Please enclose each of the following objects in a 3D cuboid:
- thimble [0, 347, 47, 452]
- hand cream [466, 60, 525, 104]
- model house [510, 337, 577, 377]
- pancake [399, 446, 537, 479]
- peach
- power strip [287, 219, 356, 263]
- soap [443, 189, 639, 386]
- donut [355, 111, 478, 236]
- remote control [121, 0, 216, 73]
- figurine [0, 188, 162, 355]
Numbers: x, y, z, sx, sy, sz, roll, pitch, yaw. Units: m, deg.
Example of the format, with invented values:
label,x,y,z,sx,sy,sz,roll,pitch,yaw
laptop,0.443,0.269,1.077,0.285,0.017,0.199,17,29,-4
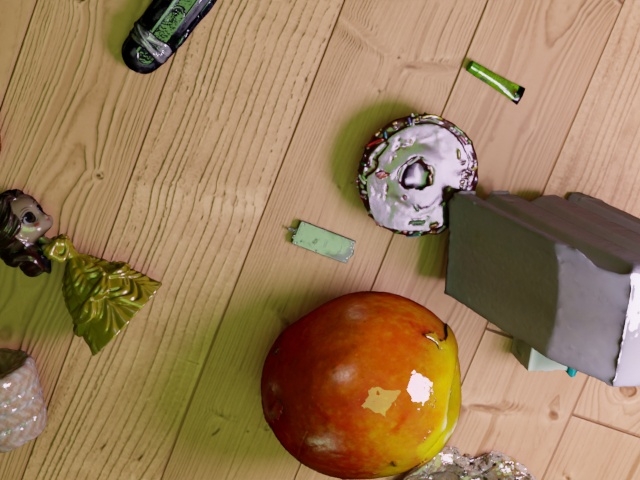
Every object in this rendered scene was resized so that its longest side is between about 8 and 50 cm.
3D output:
label,x,y,z,sx,sy,sz,roll,pitch,yaw
thimble,-0.603,0.288,1.782,0.229,0.196,0.148,-11,105,-8
hand cream,0.328,-0.298,1.901,0.122,0.023,0.036,27,86,-15
model house,0.462,0.198,1.980,0.149,0.127,0.100,5,102,-7
pancake,0.292,0.589,2.066,0.382,0.071,0.382,-2,101,-9
peach,0.069,0.258,1.827,0.370,0.370,0.370,-2,103,-9
power strip,0.000,0.000,1.913,0.136,0.019,0.051,20,100,-13
soap,0.463,0.070,1.768,0.350,0.435,0.212,1,108,-29
donut,0.173,-0.124,1.879,0.235,0.089,0.235,-2,103,-9
remote control,-0.247,-0.400,1.759,0.090,0.066,0.266,38,94,-11
figurine,-0.451,0.033,1.777,0.315,0.168,0.187,43,50,-7
